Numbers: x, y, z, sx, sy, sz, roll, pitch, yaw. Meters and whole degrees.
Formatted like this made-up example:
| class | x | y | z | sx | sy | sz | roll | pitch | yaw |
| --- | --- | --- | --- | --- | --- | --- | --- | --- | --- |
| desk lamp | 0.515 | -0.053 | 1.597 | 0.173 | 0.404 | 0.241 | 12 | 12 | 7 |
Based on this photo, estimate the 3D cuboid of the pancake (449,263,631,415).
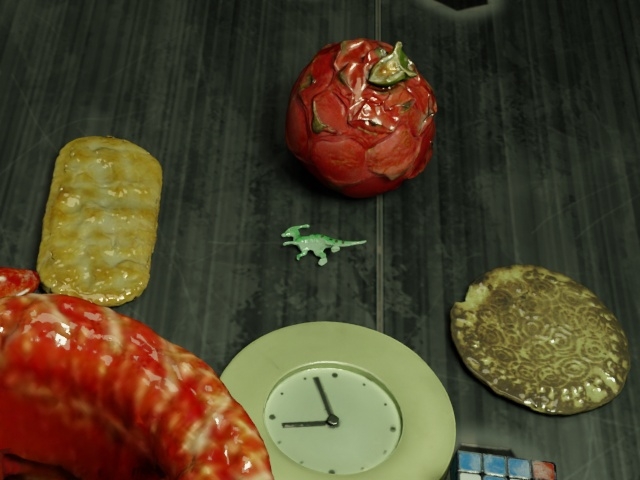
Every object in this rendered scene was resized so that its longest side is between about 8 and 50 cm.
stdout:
| class | x | y | z | sx | sy | sz | roll | pitch | yaw |
| --- | --- | --- | --- | --- | --- | --- | --- | --- | --- |
| pancake | 0.225 | 0.099 | 1.477 | 0.199 | 0.021 | 0.199 | 5 | 45 | -5 |

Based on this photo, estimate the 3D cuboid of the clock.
| class | x | y | z | sx | sy | sz | roll | pitch | yaw |
| --- | --- | --- | --- | --- | --- | --- | --- | --- | --- |
| clock | 0.012 | 0.174 | 1.361 | 0.235 | 0.029 | 0.235 | 4 | 46 | -4 |

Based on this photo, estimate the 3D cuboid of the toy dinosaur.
| class | x | y | z | sx | sy | sz | roll | pitch | yaw |
| --- | --- | --- | --- | --- | --- | --- | --- | --- | --- |
| toy dinosaur | 0.000 | 0.000 | 1.534 | 0.083 | 0.021 | 0.062 | -13 | 37 | -21 |

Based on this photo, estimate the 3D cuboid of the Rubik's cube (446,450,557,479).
| class | x | y | z | sx | sy | sz | roll | pitch | yaw |
| --- | --- | --- | --- | --- | --- | --- | --- | --- | --- |
| Rubik's cube | 0.154 | 0.251 | 1.263 | 0.092 | 0.092 | 0.092 | 8 | 45 | -3 |

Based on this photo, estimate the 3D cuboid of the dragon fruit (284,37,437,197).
| class | x | y | z | sx | sy | sz | roll | pitch | yaw |
| --- | --- | --- | --- | --- | --- | --- | --- | --- | --- |
| dragon fruit | 0.046 | -0.131 | 1.562 | 0.172 | 0.209 | 0.172 | 0 | 78 | -2 |

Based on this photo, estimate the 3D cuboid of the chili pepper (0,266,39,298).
| class | x | y | z | sx | sy | sz | roll | pitch | yaw |
| --- | --- | --- | --- | --- | --- | --- | --- | --- | --- |
| chili pepper | -0.346 | 0.059 | 1.382 | 0.169 | 0.065 | 0.088 | -21 | 54 | -32 |

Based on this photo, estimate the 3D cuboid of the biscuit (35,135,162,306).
| class | x | y | z | sx | sy | sz | roll | pitch | yaw |
| --- | --- | --- | --- | --- | --- | --- | --- | --- | --- |
| biscuit | -0.229 | -0.025 | 1.507 | 0.118 | 0.029 | 0.247 | 6 | 45 | -6 |

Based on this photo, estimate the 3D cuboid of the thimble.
| class | x | y | z | sx | sy | sz | roll | pitch | yaw |
| --- | --- | --- | --- | --- | --- | --- | --- | --- | --- |
| thimble | -0.217 | 0.233 | 1.116 | 0.350 | 0.230 | 0.350 | 7 | 44 | -7 |
